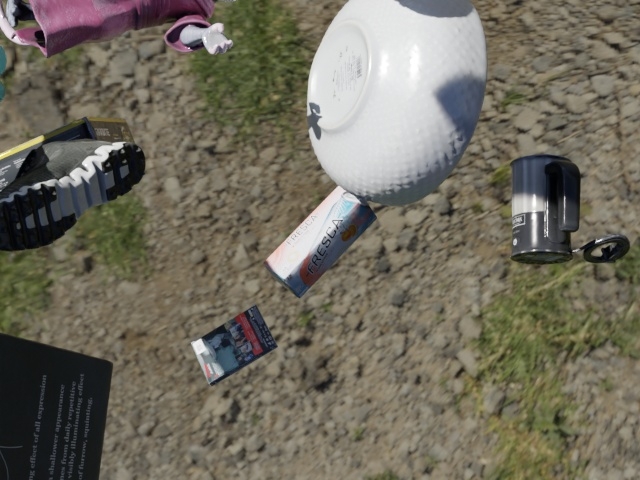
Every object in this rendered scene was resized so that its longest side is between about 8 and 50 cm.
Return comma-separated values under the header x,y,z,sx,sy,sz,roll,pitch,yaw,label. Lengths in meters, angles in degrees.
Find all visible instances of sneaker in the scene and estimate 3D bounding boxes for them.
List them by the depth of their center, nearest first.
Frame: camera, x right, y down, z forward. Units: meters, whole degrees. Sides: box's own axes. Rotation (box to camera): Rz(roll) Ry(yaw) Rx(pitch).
x,y,z,sx,sy,sz,roll,pitch,yaw,label
-0.316,-0.058,1.228,0.106,0.234,0.078,19,127,32,sneaker

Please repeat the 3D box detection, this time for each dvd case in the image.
x,y,z,sx,sy,sz,roll,pitch,yaw,label
-0.133,0.161,1.645,0.119,0.013,0.087,-31,51,-2,dvd case

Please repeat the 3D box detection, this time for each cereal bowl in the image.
x,y,z,sx,sy,sz,roll,pitch,yaw,label
0.081,-0.226,1.555,0.339,0.141,0.339,-23,63,53,cereal bowl

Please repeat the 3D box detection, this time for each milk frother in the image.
x,y,z,sx,sy,sz,roll,pitch,yaw,label
0.333,-0.039,1.434,0.129,0.143,0.135,-15,69,53,milk frother

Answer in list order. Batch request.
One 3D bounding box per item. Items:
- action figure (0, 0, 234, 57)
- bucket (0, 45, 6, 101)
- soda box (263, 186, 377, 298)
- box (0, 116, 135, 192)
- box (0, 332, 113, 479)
x,y,z,sx,sy,sz,roll,pitch,yaw,label
-0.259,-0.335,1.508,0.275,0.370,0.248,150,111,-66,action figure
-0.624,-0.267,1.574,0.281,0.183,0.281,12,116,25,bucket
0.000,0.000,1.673,0.183,0.058,0.063,-47,45,-9,soda box
-0.463,-0.099,1.675,0.322,0.257,0.079,-22,93,5,box
-0.419,0.232,1.061,0.212,0.395,0.294,-2,74,25,box
